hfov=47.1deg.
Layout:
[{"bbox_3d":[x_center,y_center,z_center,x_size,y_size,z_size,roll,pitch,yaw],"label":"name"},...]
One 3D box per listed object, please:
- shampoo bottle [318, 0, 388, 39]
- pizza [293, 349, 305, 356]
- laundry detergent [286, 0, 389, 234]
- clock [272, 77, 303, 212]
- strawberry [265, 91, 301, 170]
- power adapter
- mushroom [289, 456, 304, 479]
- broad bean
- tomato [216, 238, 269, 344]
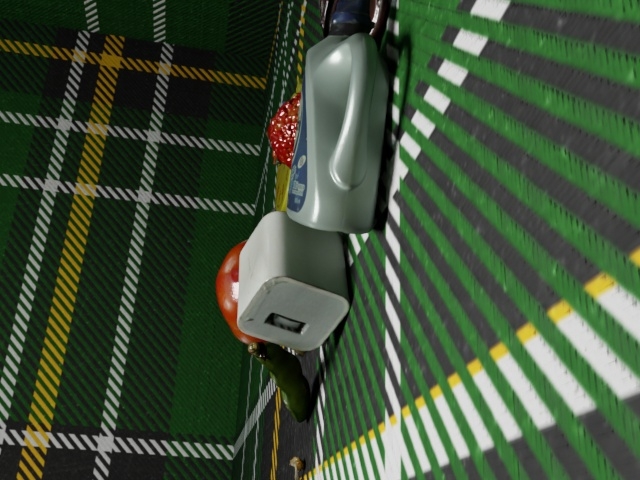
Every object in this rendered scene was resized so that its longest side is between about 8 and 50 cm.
[{"bbox_3d":[0.037,-0.378,1.060,0.323,0.084,0.129,-95,16,-56],"label":"shampoo bottle"},{"bbox_3d":[-0.042,0.108,1.115,0.046,0.175,0.134,-46,66,24],"label":"pizza"},{"bbox_3d":[0.028,-0.156,0.884,0.215,0.105,0.281,-135,54,-79],"label":"laundry detergent"},{"bbox_3d":[-0.073,-0.197,1.653,0.277,0.071,0.294,-101,19,-62],"label":"clock"},{"bbox_3d":[-0.007,-0.175,1.142,0.131,0.148,0.131,50,-153,-37],"label":"strawberry"},{"bbox_3d":[-0.041,0.032,1.037,0.125,0.130,0.205,-55,24,34],"label":"power adapter"},{"bbox_3d":[-0.058,0.437,1.267,0.286,0.025,0.028,105,-176,-50],"label":"mushroom"},{"bbox_3d":[-0.050,0.203,1.095,0.298,0.043,0.060,70,-145,-54],"label":"broad bean"},{"bbox_3d":[-0.088,0.088,1.253,0.195,0.136,0.195,20,-113,-61],"label":"tomato"}]
